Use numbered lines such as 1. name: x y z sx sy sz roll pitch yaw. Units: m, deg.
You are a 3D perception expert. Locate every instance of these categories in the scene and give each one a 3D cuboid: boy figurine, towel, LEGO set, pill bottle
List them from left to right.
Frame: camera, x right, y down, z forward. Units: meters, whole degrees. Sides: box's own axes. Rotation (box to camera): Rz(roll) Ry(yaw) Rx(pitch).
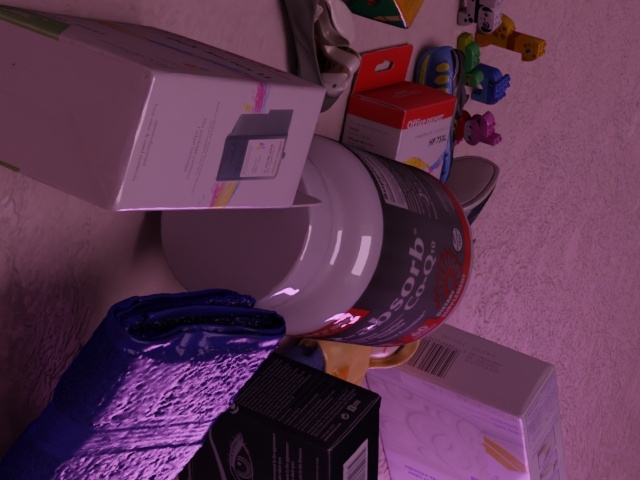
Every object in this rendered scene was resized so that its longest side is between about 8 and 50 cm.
1. towel: -0.192 0.167 1.642 0.227 0.076 0.308 2 132 -52
2. pill bottle: 0.000 0.000 1.846 0.363 0.210 0.210 12 98 -61
3. boy figurine: 0.016 0.157 2.129 0.285 0.092 0.177 -26 128 -50
4. LEGO set: 0.230 -0.226 2.253 0.087 0.093 0.227 -40 141 -45

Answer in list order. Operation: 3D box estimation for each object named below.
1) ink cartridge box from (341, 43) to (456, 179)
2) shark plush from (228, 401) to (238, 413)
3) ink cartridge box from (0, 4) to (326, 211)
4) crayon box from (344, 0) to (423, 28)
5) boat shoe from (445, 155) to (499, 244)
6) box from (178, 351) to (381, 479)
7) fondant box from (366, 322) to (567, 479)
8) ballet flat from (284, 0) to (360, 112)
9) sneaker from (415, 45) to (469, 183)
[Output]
1. ink cartridge box: 0.087 -0.107 2.084 0.134 0.078 0.231 -21 126 -57
2. shark plush: -0.126 0.131 1.779 0.067 0.161 0.073 22 81 -37
3. ink cartridge box: -0.140 -0.111 1.508 0.353 0.207 0.119 -3 112 -63
4. crayon box: 0.100 -0.391 1.902 0.278 0.081 0.165 -63 153 -12
5. boat shoe: 0.141 -0.015 2.233 0.254 0.095 0.079 -46 144 -36
6. box: -0.048 0.216 1.915 0.108 0.207 0.153 -42 144 -43
7. fondant box: 0.199 0.254 2.372 0.096 0.238 0.330 -55 150 -28
8. ballet flat: 0.008 -0.205 1.877 0.072 0.068 0.213 -54 150 -28
9. sneaker: 0.153 -0.151 2.189 0.078 0.067 0.188 -23 126 -48
